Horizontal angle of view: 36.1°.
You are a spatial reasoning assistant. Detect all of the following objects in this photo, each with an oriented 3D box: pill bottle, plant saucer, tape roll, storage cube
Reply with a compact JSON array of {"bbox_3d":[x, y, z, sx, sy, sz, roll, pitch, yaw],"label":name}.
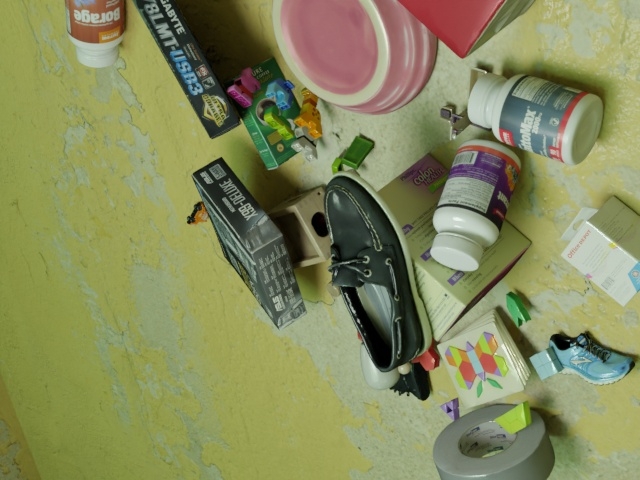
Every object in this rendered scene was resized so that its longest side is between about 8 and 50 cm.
[{"bbox_3d":[-0.469,-0.474,2.043,0.121,0.121,0.216,33,139,23],"label":"pill bottle"},{"bbox_3d":[0.317,-0.188,1.467,0.180,0.108,0.108,24,135,32],"label":"pill bottle"},{"bbox_3d":[0.037,-0.355,1.644,0.332,0.084,0.332,27,136,30],"label":"plant saucer"},{"bbox_3d":[0.323,0.399,1.841,0.219,0.219,0.072,-1,118,47],"label":"tape roll"},{"bbox_3d":[0.214,-0.401,1.342,0.193,0.183,0.215,44,141,8],"label":"storage cube"},{"bbox_3d":[0.242,-0.054,1.564,0.108,0.193,0.108,20,161,7],"label":"pill bottle"}]

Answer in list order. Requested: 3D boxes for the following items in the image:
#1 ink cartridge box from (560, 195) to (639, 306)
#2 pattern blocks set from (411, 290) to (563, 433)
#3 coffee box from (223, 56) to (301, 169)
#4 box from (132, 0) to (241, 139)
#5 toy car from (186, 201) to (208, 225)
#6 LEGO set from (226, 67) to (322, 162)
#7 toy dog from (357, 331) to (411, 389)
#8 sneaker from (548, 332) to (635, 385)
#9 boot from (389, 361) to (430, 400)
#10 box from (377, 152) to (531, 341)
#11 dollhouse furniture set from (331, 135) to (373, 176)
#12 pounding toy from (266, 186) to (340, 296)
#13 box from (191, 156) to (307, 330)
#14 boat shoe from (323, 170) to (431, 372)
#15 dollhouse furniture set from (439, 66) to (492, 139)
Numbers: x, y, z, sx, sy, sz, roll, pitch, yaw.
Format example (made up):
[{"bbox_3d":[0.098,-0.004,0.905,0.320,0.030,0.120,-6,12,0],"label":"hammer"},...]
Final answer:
[{"bbox_3d":[0.449,0.009,1.502,0.143,0.090,0.092,42,141,15],"label":"ink cartridge box"},{"bbox_3d":[0.297,0.225,1.823,0.285,0.026,0.325,56,139,20],"label":"pattern blocks set"},{"bbox_3d":[-0.094,-0.241,1.851,0.040,0.113,0.184,-9,114,53],"label":"coffee box"},{"bbox_3d":[-0.248,-0.335,1.842,0.295,0.073,0.293,61,180,-9],"label":"box"},{"bbox_3d":[-0.257,-0.060,2.213,0.040,0.060,0.122,31,158,-26],"label":"toy car"},{"bbox_3d":[-0.053,-0.251,1.789,0.087,0.093,0.227,-17,138,38],"label":"LEGO set"},{"bbox_3d":[0.136,0.110,1.858,0.161,0.220,0.334,-6,128,13],"label":"toy dog"},{"bbox_3d":[0.454,0.196,1.671,0.162,0.063,0.073,7,121,43],"label":"sneaker"},{"bbox_3d":[0.176,0.274,2.042,0.099,0.045,0.121,18,130,44],"label":"boot"},{"bbox_3d":[0.190,0.008,1.667,0.243,0.213,0.117,43,141,12],"label":"box"},{"bbox_3d":[0.068,-0.127,1.844,0.076,0.058,0.152,26,155,20],"label":"dollhouse furniture set"},{"bbox_3d":[0.008,0.003,1.950,0.181,0.094,0.206,-15,108,53],"label":"pounding toy"},{"bbox_3d":[-0.141,0.012,2.002,0.242,0.076,0.307,51,166,31],"label":"box"},{"bbox_3d":[0.070,0.060,1.564,0.127,0.113,0.340,4,121,44],"label":"boat shoe"},{"bbox_3d":[0.218,-0.220,1.565,0.091,0.081,0.114,25,135,31],"label":"dollhouse furniture set"}]
